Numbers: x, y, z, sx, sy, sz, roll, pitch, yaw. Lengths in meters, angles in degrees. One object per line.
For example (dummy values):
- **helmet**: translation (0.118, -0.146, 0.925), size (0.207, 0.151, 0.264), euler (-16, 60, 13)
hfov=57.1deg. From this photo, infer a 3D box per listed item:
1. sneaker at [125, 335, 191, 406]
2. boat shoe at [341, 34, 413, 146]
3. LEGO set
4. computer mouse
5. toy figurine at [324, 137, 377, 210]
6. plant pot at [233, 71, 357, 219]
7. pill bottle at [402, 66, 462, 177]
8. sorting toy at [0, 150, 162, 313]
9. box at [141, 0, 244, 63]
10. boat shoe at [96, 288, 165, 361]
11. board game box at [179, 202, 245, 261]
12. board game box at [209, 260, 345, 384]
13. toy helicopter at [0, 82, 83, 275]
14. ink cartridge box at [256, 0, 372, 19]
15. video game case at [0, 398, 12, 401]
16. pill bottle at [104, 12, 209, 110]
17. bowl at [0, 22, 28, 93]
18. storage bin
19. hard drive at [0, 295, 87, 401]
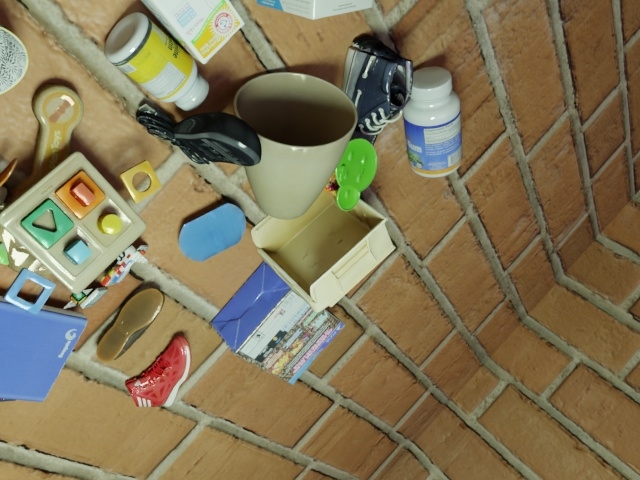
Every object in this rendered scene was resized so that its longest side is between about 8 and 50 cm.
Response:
- **sneaker**: translation (-0.412, 0.341, 1.483), size (0.128, 0.087, 0.221), euler (1, 117, -43)
- **boat shoe**: translation (0.124, -0.304, 1.423), size (0.127, 0.158, 0.341), euler (-18, 130, -31)
- **LEGO set**: translation (-0.422, 0.085, 1.195), size (0.182, 0.060, 0.244), euler (-45, -177, -6)
- **computer mouse**: translation (-0.212, -0.207, 1.136), size (0.188, 0.272, 0.072), euler (37, 73, -47)
- **toy figurine**: translation (0.032, -0.172, 1.434), size (0.130, 0.159, 0.173), euler (8, 99, -41)
- **plant pot**: translation (-0.067, -0.184, 1.306), size (0.256, 0.256, 0.274), euler (-23, 146, -27)
- **pill bottle**: translation (0.299, -0.316, 1.575), size (0.152, 0.152, 0.272), euler (-34, 136, -18)
- **sorting toy**: translation (-0.423, -0.030, 1.036), size (0.348, 0.047, 0.196), euler (-50, 123, -24)
- **box**: translation (-0.247, -0.434, 1.041), size (0.114, 0.103, 0.203), euler (-45, 139, -5)
- **boat shoe**: translation (-0.438, 0.192, 1.369), size (0.207, 0.073, 0.073), euler (-46, 176, 0)
- **board game box**: translation (-0.259, -0.025, 1.390), size (0.168, 0.033, 0.133), euler (-29, 140, -16)
- **board game box**: translation (-0.112, 0.231, 1.622), size (0.232, 0.141, 0.291), euler (-48, 139, -2)
- **toy helicopter**: translation (-0.509, -0.107, 1.064), size (0.235, 0.140, 0.355), euler (4, 106, -33)
- **ink cartridge box**: translation (-0.009, -0.558, 1.095), size (0.168, 0.171, 0.233), euler (-27, 134, -36)
- **video game case**: translation (-0.707, 0.237, 1.175), size (0.232, 0.042, 0.210), euler (8, 112, -44)
- **pill bottle**: translation (-0.294, -0.320, 1.083), size (0.103, 0.103, 0.184), euler (-52, 139, 2)
- **bowl**: translation (-0.541, -0.294, 0.883), size (0.170, 0.080, 0.170), euler (-26, 163, -8)
- **storage bin**: translation (0.000, 0.000, 1.461), size (0.260, 0.262, 0.123), euler (-41, 141, -10)
- **hard drive**: translation (-0.649, 0.206, 1.142), size (0.318, 0.040, 0.210), euler (24, 99, -47)
